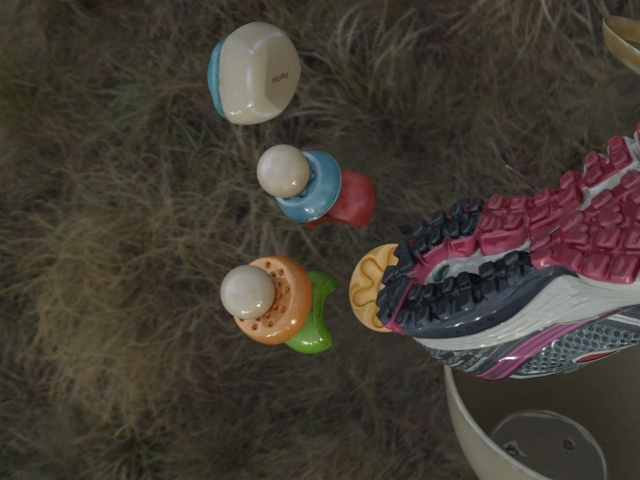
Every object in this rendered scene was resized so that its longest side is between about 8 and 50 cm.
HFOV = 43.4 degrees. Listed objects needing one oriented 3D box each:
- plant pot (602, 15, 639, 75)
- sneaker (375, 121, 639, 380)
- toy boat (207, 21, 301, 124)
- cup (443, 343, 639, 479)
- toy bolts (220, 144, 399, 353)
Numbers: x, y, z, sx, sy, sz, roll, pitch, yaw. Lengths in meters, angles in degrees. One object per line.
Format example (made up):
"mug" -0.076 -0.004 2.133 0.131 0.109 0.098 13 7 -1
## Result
"plant pot" 0.461 -0.218 1.022 0.236 0.236 0.032 32 122 16
"sneaker" 0.175 0.012 0.467 0.299 0.112 0.121 -19 42 46
"toy boat" -0.137 -0.384 1.529 0.148 0.267 0.318 7 107 22
"cup" 0.307 0.229 1.018 0.331 0.331 0.237 20 137 17
"toy bolts" 0.000 0.000 0.902 0.218 0.158 0.229 -8 71 31
